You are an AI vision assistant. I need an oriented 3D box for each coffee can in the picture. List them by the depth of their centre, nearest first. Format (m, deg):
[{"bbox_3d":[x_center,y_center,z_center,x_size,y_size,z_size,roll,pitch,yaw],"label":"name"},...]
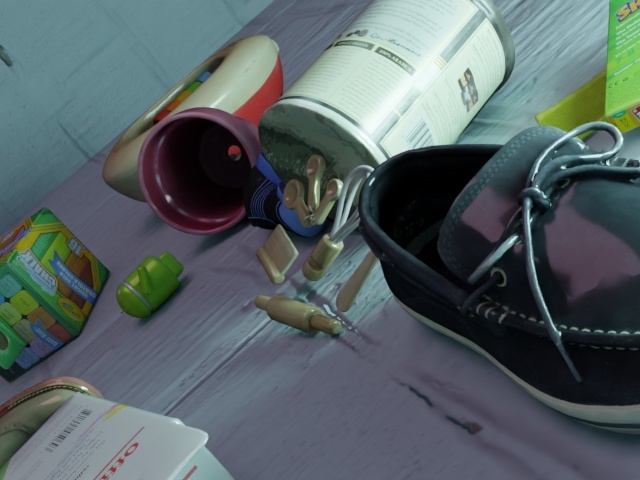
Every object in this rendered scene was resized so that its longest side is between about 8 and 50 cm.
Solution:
[{"bbox_3d":[0.084,-0.175,1.202,0.275,0.201,0.201,-50,22,-26],"label":"coffee can"}]

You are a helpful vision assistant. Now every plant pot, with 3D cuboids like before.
[{"bbox_3d":[-0.171,-0.125,1.596,0.201,0.201,0.180,-32,6,21],"label":"plant pot"}]

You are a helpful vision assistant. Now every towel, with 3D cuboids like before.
[{"bbox_3d":[0.340,-0.184,1.034,0.237,0.021,0.102,-36,19,10],"label":"towel"}]

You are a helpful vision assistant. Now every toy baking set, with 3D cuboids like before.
[{"bbox_3d":[-0.002,0.007,1.069,0.256,0.030,0.197,21,99,55],"label":"toy baking set"}]

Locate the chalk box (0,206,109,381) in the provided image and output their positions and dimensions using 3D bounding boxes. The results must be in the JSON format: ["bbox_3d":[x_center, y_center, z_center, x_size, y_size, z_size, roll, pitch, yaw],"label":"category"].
[{"bbox_3d":[-0.523,0.107,1.712,0.179,0.180,0.289,-33,22,17],"label":"chalk box"}]

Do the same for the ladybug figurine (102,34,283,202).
[{"bbox_3d":[-0.230,-0.232,1.940,0.449,0.162,0.305,-45,21,-13],"label":"ladybug figurine"}]

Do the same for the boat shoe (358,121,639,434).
[{"bbox_3d":[0.173,0.008,0.726,0.187,0.156,0.500,-42,21,-13],"label":"boat shoe"}]

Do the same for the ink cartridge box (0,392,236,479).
[{"bbox_3d":[-0.202,0.263,0.891,0.207,0.119,0.353,-48,20,-24],"label":"ink cartridge box"}]

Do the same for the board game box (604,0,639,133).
[{"bbox_3d":[0.356,-0.215,0.999,0.124,0.039,0.259,-24,33,33],"label":"board game box"}]

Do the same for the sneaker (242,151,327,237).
[{"bbox_3d":[-0.054,-0.043,1.367,0.090,0.081,0.232,-65,24,17],"label":"sneaker"}]

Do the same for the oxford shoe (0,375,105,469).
[{"bbox_3d":[-0.365,0.300,1.110,0.348,0.123,0.130,-48,22,17],"label":"oxford shoe"}]

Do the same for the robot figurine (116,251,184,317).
[{"bbox_3d":[-0.262,0.070,1.487,0.115,0.067,0.101,-46,3,-16],"label":"robot figurine"}]
